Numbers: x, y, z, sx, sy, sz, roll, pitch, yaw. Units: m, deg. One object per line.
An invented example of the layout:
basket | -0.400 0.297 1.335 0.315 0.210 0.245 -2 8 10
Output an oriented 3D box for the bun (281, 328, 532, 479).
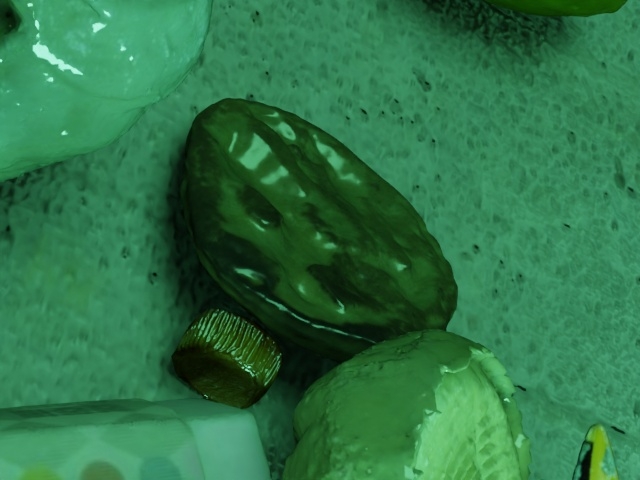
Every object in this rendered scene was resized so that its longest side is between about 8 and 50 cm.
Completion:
bun | 0.054 0.187 1.196 0.259 0.152 0.259 5 85 -62

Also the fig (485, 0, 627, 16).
fig | 0.229 -0.360 1.643 0.316 0.316 0.316 20 52 -27

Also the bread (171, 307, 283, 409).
bread | -0.069 0.087 1.246 0.085 0.085 0.053 35 54 -14

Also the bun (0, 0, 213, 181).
bun | -0.253 -0.187 1.107 0.362 0.362 0.211 28 29 -20

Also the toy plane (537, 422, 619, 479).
toy plane | 0.190 0.279 1.210 0.204 0.103 0.316 -33 119 -53

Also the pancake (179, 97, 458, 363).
pancake | 0.000 0.000 1.344 0.294 0.049 0.294 28 30 -19

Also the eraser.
eraser | -0.206 0.198 1.065 0.397 0.082 0.213 -1 63 -38
